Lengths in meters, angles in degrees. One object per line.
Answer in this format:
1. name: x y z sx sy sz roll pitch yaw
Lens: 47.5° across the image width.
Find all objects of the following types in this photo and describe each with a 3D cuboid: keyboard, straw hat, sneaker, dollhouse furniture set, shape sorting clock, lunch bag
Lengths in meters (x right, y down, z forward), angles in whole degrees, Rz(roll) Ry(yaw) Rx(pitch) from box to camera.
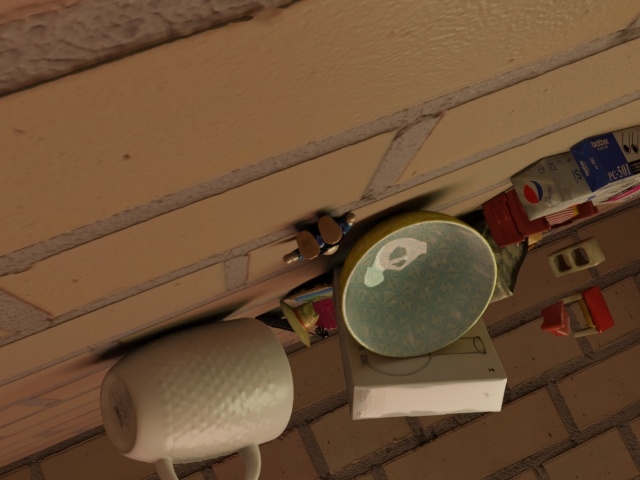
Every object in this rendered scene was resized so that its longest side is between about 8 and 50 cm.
1. keyboard: -0.065 0.242 2.027 0.201 0.033 0.317 13 172 5
2. straw hat: -0.037 0.183 1.752 0.061 0.144 0.144 -32 169 3
3. sneaker: 0.085 0.180 2.078 0.252 0.103 0.111 -22 174 21
4. dollhouse furniture set: 0.540 0.042 1.625 0.201 0.374 0.152 -18 173 -37
5. shape sorting clock: 0.024 0.109 1.734 0.206 0.040 0.206 -14 170 -2
6. lunch bag: 0.364 0.041 1.772 0.235 0.169 0.287 -29 -167 37

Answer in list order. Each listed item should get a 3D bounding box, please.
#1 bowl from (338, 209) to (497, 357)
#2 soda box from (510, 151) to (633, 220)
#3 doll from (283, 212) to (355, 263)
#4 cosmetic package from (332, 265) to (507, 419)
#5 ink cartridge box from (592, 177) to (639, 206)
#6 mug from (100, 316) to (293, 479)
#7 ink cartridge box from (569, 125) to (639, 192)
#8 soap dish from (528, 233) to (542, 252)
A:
1. bowl: 0.159 0.055 1.339 0.289 0.289 0.156 -23 -148 -2
2. soda box: 0.519 -0.125 1.484 0.286 0.098 0.091 -16 168 -39
3. doll: 0.000 0.000 1.095 0.129 0.046 0.189 -34 176 4
4. cosmetic package: 0.182 0.187 1.476 0.284 0.377 0.097 -1 123 -6
5. ink cartridge box: 0.715 -0.158 1.715 0.193 0.088 0.234 -6 162 -30
6. mug: -0.250 0.360 1.488 0.328 0.374 0.276 -6 156 -40
7. ink cartridge box: 0.585 -0.163 1.433 0.207 0.097 0.046 -16 168 -37
8. soap dish: 0.503 0.004 2.065 0.228 0.118 0.291 -24 169 3
